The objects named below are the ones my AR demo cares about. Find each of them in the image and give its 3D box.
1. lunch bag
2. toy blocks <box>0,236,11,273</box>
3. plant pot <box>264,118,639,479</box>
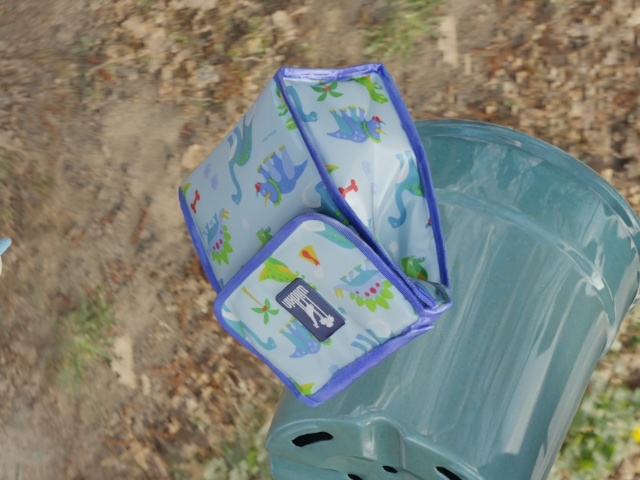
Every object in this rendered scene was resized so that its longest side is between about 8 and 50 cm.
[{"bbox_3d":[0.000,0.000,0.737,0.096,0.129,0.151,-11,69,-38],"label":"lunch bag"},{"bbox_3d":[-0.270,0.056,0.977,0.054,0.148,0.123,14,115,10],"label":"toy blocks"},{"bbox_3d":[0.121,0.115,1.335,0.341,0.341,0.334,39,53,-17],"label":"plant pot"}]
